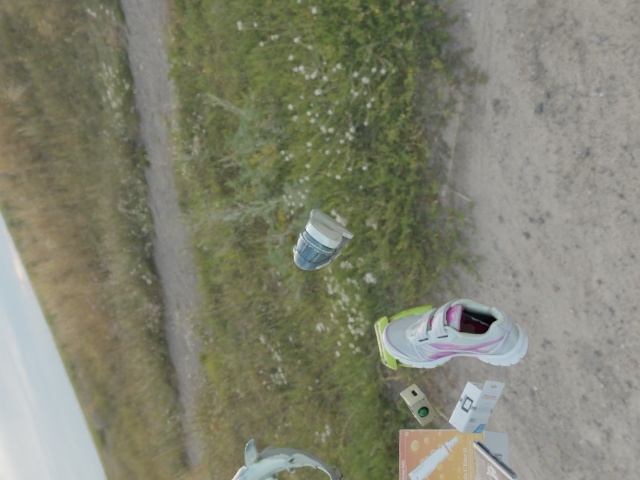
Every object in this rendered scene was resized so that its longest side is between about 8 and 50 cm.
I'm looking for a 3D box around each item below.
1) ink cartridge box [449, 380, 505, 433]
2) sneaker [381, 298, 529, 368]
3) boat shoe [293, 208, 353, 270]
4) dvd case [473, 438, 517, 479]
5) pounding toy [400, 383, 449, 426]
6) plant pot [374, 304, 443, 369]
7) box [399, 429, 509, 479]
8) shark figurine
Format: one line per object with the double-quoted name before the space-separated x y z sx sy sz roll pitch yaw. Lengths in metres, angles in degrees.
"ink cartridge box" 0.481 0.497 1.862 0.060 0.104 0.180 32 102 50
"sneaker" 0.221 0.150 1.050 0.252 0.103 0.111 -8 135 24
"boat shoe" 0.000 0.000 1.416 0.116 0.099 0.319 34 -169 2
"dvd case" 0.495 0.692 1.715 0.164 0.018 0.221 35 140 57
"pounding toy" 0.400 0.637 2.333 0.130 0.100 0.141 58 175 -18
"plant pot" 0.322 0.371 2.272 0.228 0.207 0.227 91 168 -82
"box" 0.459 0.770 2.102 0.345 0.168 0.214 -17 62 42
"shark figurine" -0.080 0.503 1.382 0.116 0.278 0.166 -143 50 -79
